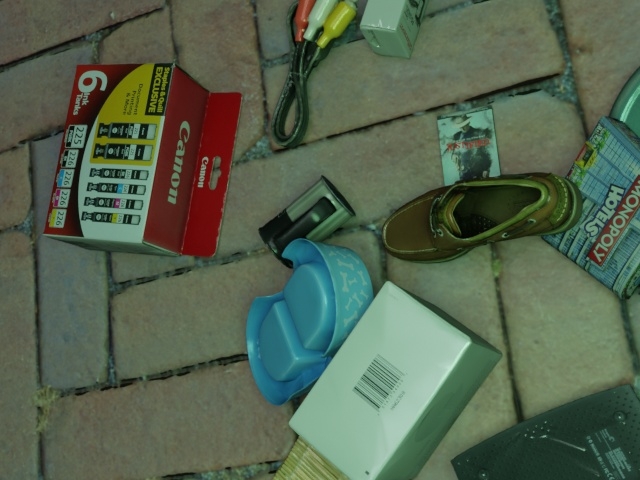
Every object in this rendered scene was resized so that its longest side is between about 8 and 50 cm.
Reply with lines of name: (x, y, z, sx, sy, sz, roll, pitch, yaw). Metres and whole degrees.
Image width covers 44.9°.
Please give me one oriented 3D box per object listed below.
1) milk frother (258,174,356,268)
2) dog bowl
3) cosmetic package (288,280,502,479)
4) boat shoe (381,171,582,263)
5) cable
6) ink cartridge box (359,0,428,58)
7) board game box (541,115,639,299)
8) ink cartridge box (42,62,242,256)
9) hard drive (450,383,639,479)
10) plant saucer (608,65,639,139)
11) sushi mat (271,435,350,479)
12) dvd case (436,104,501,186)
milk frother: (0.000, 0.000, 1.201, 0.135, 0.129, 0.143, -40, 110, 10)
dog bowl: (-0.018, 0.117, 1.102, 0.297, 0.074, 0.166, -58, 46, 46)
cosmetic package: (0.109, 0.195, 1.033, 0.138, 0.225, 0.224, 36, 93, 27)
boat shoe: (0.196, -0.039, 1.072, 0.307, 0.104, 0.110, -17, 74, 39)
cable: (-0.038, -0.303, 1.284, 0.139, 0.072, 0.287, 26, 89, 30)
ink cartridge box: (0.123, -0.376, 1.214, 0.063, 0.109, 0.150, 16, 85, 21)
board game box: (0.399, -0.028, 0.995, 0.194, 0.060, 0.194, 45, 120, 39)
ink cartridge box: (-0.299, -0.137, 1.323, 0.272, 0.130, 0.309, 4, 80, 22)
hard drive: (0.313, 0.304, 0.982, 0.255, 0.054, 0.172, -25, 50, 5)
plant saucer: (0.495, -0.122, 0.971, 0.318, 0.044, 0.317, -2, 88, 47)
sushi mat: (0.047, 0.434, 1.118, 0.316, 0.019, 0.151, 38, 95, 25)
dvd case: (0.225, -0.141, 1.175, 0.087, 0.013, 0.119, -8, 75, 20)
